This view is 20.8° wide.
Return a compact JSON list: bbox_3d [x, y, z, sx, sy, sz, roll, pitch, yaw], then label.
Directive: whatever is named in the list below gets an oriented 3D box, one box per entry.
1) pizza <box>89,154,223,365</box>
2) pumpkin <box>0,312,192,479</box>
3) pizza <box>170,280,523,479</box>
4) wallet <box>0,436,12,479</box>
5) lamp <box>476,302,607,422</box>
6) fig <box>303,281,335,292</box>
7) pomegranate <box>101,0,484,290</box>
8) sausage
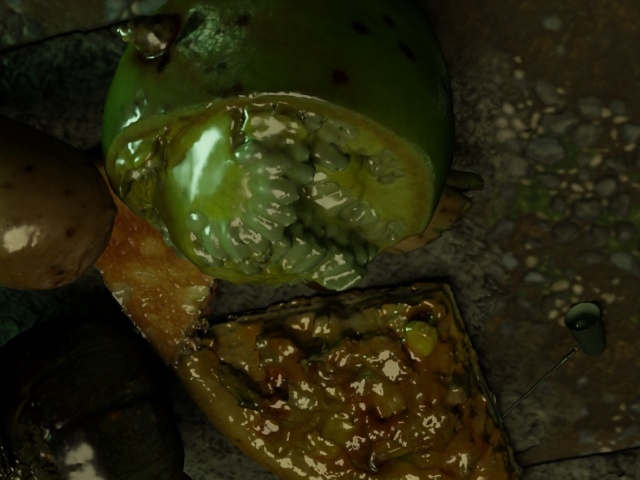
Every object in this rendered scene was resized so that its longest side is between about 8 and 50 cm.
[{"bbox_3d":[-0.137,0.010,1.468,0.201,0.053,0.193,14,122,18],"label":"pizza"},{"bbox_3d":[-0.213,0.182,1.511,0.159,0.238,0.238,-16,134,-32],"label":"pumpkin"},{"bbox_3d":[0.029,0.171,1.550,0.257,0.087,0.268,-11,124,22],"label":"pizza"},{"bbox_3d":[-0.317,0.124,1.476,0.042,0.196,0.161,-11,172,-29],"label":"wallet"},{"bbox_3d":[0.193,0.105,1.479,0.121,0.041,0.054,-32,129,-2],"label":"lamp"},{"bbox_3d":[0.000,0.000,1.438,0.088,0.074,0.074,45,123,3],"label":"fig"},{"bbox_3d":[-0.007,-0.074,1.290,0.260,0.260,0.340,-30,145,27],"label":"pomegranate"},{"bbox_3d":[-0.363,-0.062,1.365,0.500,0.136,0.123,13,162,30],"label":"sausage"}]
